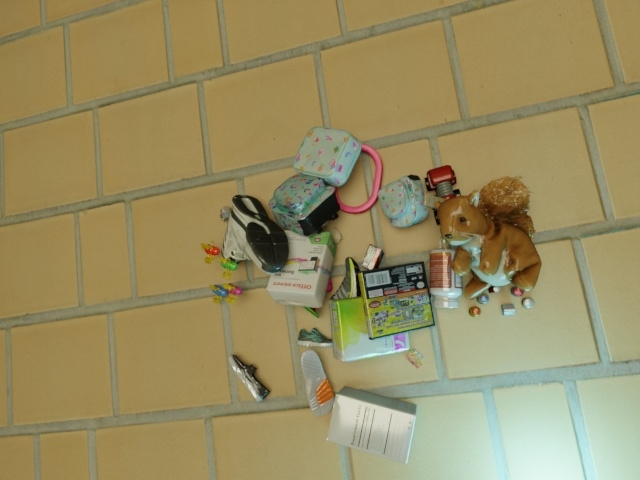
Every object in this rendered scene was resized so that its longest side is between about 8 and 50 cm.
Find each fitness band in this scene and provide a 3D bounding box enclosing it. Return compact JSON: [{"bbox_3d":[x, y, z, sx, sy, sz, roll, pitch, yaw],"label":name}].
[{"bbox_3d":[0.148,-0.255,1.937,0.208,0.054,0.291,8,85,14],"label":"fitness band"}]

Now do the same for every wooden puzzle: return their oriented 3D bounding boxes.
[{"bbox_3d":[0.363,0.451,1.814,0.049,0.006,0.083,-46,75,4],"label":"wooden puzzle"}]

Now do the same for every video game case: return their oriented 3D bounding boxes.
[{"bbox_3d":[0.282,0.217,1.733,0.274,0.035,0.248,-7,84,-23],"label":"video game case"}]

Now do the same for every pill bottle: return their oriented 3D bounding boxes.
[{"bbox_3d":[0.472,0.144,1.771,0.121,0.121,0.216,1,83,13],"label":"pill bottle"}]

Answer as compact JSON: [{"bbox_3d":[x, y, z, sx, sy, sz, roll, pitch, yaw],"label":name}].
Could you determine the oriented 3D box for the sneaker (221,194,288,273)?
[{"bbox_3d":[-0.270,0.036,1.887,0.447,0.169,0.258,57,135,44],"label":"sneaker"}]

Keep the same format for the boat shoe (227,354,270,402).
[{"bbox_3d":[-0.290,0.550,1.922,0.076,0.080,0.228,-37,72,-12],"label":"boat shoe"}]

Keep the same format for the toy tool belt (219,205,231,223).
[{"bbox_3d":[-0.416,-0.106,2.056,0.051,0.052,0.083,-27,71,40],"label":"toy tool belt"}]

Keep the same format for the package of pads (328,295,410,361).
[{"bbox_3d":[0.182,0.321,1.755,0.296,0.101,0.229,-4,86,-21],"label":"package of pads"}]

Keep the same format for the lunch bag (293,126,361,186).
[{"bbox_3d":[0.022,-0.338,1.901,0.279,0.107,0.224,22,90,48],"label":"lunch bag"}]

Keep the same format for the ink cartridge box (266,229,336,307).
[{"bbox_3d":[-0.070,0.107,1.834,0.201,0.117,0.278,3,58,20],"label":"ink cartridge box"}]

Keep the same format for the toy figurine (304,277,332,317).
[{"bbox_3d":[-0.026,0.202,1.903,0.173,0.130,0.159,28,75,39],"label":"toy figurine"}]

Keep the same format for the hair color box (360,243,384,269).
[{"bbox_3d":[0.203,0.072,1.819,0.053,0.167,0.093,23,89,15],"label":"hair color box"}]

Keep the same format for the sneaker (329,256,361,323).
[{"bbox_3d":[0.095,0.213,1.860,0.121,0.111,0.300,1,81,17],"label":"sneaker"}]

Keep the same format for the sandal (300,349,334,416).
[{"bbox_3d":[-0.018,0.554,1.853,0.101,0.076,0.265,-14,91,-12],"label":"sandal"}]

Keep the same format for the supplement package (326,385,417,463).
[{"bbox_3d":[0.194,0.672,1.735,0.292,0.177,0.175,11,85,15],"label":"supplement package"}]

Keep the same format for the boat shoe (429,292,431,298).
[{"bbox_3d":[0.367,0.245,1.823,0.142,0.040,0.049,-36,76,6],"label":"boat shoe"}]

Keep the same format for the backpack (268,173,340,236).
[{"bbox_3d":[-0.081,-0.149,1.873,0.253,0.191,0.225,17,53,47],"label":"backpack"}]

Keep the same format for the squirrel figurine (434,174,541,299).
[{"bbox_3d":[0.572,-0.046,1.639,0.370,0.281,0.397,43,66,-15],"label":"squirrel figurine"}]

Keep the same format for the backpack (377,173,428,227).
[{"bbox_3d":[0.322,-0.144,1.822,0.165,0.144,0.189,-23,87,47],"label":"backpack"}]

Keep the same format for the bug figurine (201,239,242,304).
[{"bbox_3d":[-0.404,0.139,1.931,0.216,0.072,0.279,18,122,41],"label":"bug figurine"}]

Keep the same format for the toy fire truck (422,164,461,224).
[{"bbox_3d":[0.449,-0.177,1.754,0.158,0.246,0.217,-14,80,10],"label":"toy fire truck"}]

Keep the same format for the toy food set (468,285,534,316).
[{"bbox_3d":[0.663,0.221,1.724,0.232,0.104,0.111,-7,81,12],"label":"toy food set"}]

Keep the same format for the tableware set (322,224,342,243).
[{"bbox_3d":[0.000,0.000,1.953,0.141,0.020,0.169,40,96,20],"label":"tableware set"}]

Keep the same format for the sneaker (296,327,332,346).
[{"bbox_3d":[-0.016,0.388,1.885,0.166,0.065,0.076,0,79,12],"label":"sneaker"}]
